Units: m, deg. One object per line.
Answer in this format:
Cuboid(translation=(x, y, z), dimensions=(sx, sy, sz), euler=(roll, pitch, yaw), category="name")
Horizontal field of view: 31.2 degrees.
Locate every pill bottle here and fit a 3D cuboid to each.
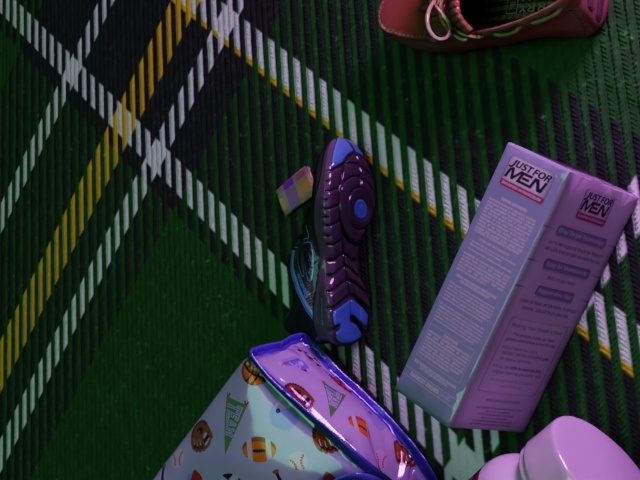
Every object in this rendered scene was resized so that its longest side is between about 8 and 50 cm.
Cuboid(translation=(0.240, 0.422, 1.497), dimensions=(0.392, 0.224, 0.224), euler=(-49, 53, 25), category="pill bottle")

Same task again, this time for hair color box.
Cuboid(translation=(0.269, 0.072, 1.570), dimensions=(0.114, 0.185, 0.374), euler=(33, 104, 42), category="hair color box")

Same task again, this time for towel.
Cuboid(translation=(-0.041, -0.086, 2.004), dimensions=(0.083, 0.009, 0.060), euler=(-37, 59, 32), category="towel")

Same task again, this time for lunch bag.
Cuboid(translation=(-0.026, 0.390, 1.743), dimensions=(0.385, 0.239, 0.327), euler=(44, 111, 15), category="lunch bag")

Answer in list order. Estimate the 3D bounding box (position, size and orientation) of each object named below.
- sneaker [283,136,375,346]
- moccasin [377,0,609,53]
Cuboid(translation=(0.000, 0.000, 1.871), dimensions=(0.140, 0.125, 0.340), euler=(-3, 79, 44), category="sneaker")
Cuboid(translation=(0.234, -0.351, 1.713), dimensions=(0.380, 0.147, 0.139), euler=(13, 90, 43), category="moccasin")
